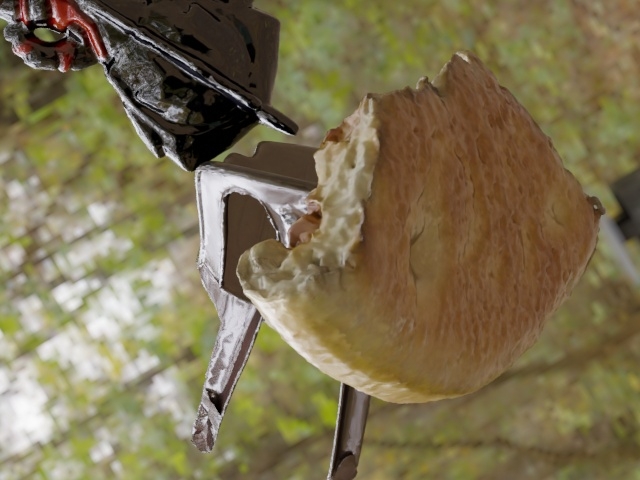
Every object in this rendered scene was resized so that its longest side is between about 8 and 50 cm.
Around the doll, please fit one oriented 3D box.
[{"bbox_3d":[-0.122,-0.143,1.370,0.248,0.127,0.088,27,-155,-11],"label":"doll"}]

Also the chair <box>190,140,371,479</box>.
[{"bbox_3d":[0.000,0.000,1.295,0.326,0.175,0.183,106,176,-53],"label":"chair"}]

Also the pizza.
[{"bbox_3d":[0.062,-0.007,1.054,0.365,0.074,0.182,-20,-81,-60],"label":"pizza"}]
